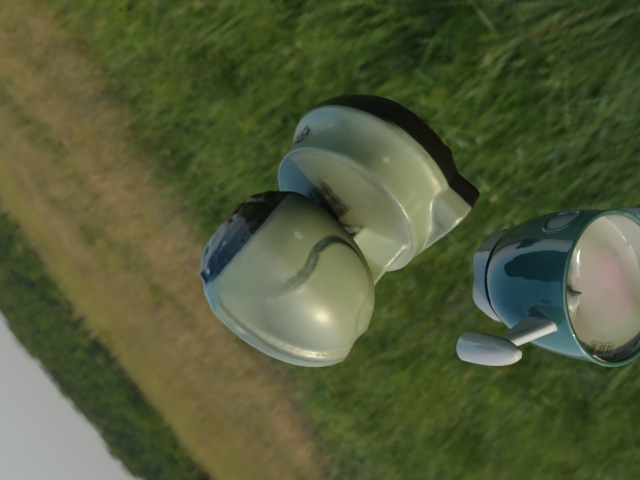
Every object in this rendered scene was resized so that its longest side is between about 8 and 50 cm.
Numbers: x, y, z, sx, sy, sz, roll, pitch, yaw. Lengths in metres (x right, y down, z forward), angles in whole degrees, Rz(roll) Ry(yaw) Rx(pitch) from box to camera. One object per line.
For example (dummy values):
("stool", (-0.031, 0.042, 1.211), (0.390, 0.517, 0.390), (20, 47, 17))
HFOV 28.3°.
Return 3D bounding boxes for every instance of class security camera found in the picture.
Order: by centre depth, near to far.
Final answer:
("security camera", (0.000, 0.000, 1.291), (0.191, 0.277, 0.197), (42, 150, -6))

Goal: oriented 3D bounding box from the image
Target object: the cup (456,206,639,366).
("cup", (0.259, 0.044, 1.388), (0.173, 0.299, 0.167), (7, 126, 55))
